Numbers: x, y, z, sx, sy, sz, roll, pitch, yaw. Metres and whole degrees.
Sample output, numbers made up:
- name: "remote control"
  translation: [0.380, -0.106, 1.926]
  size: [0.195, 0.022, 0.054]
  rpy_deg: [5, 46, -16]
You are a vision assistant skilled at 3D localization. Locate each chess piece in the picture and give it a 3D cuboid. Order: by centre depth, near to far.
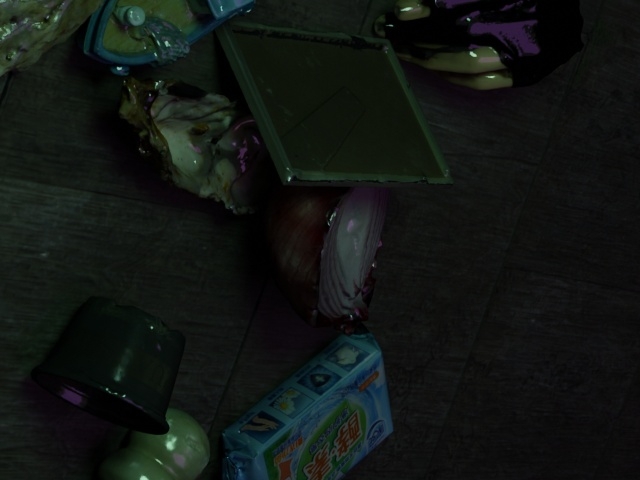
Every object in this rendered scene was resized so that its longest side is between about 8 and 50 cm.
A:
- name: "chess piece"
  translation: [-0.213, 0.292, 2.176]
  size: [0.243, 0.133, 0.133]
  rpy_deg: [-52, 143, -24]

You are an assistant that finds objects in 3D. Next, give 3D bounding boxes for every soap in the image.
- name: "soap"
  translation: [-0.017, 0.242, 2.422]
  size: [0.293, 0.077, 0.156]
  rpy_deg: [-39, 137, -30]

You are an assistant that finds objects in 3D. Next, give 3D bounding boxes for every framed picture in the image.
- name: "framed picture"
  translation: [0.021, -0.148, 2.146]
  size: [0.281, 0.209, 0.019]
  rpy_deg: [1, 149, -46]

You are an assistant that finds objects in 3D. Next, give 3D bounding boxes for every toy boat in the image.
- name: "toy boat"
  translation: [-0.141, -0.237, 1.950]
  size: [0.238, 0.098, 0.109]
  rpy_deg: [-33, 115, -27]

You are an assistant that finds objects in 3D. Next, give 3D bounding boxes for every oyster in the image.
- name: "oyster"
  translation: [-0.249, -0.237, 1.854]
  size: [0.209, 0.072, 0.133]
  rpy_deg: [-41, 135, -26]
- name: "oyster"
  translation: [-0.131, -0.116, 2.068]
  size: [0.128, 0.079, 0.345]
  rpy_deg: [-62, 152, 2]

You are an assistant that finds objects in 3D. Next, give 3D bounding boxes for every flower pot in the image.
- name: "flower pot"
  translation: [-0.214, 0.127, 2.060]
  size: [0.157, 0.157, 0.107]
  rpy_deg: [48, 59, -52]

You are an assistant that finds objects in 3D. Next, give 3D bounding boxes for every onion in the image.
- name: "onion"
  translation: [0.000, 0.000, 2.249]
  size: [0.227, 0.120, 0.283]
  rpy_deg: [-55, 153, -42]

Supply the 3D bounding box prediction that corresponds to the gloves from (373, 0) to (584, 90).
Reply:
- name: "gloves"
  translation: [0.195, -0.277, 2.340]
  size: [0.301, 0.152, 0.197]
  rpy_deg: [-9, 91, -33]
